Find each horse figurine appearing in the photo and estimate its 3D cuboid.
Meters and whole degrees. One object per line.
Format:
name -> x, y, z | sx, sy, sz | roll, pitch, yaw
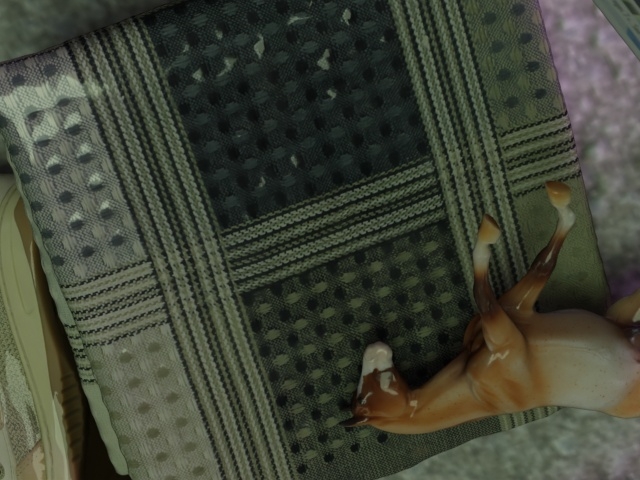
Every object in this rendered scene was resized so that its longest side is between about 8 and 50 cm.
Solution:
horse figurine -> 0.154, 0.045, 0.993 | 0.263, 0.066, 0.174 | -3, 129, -21

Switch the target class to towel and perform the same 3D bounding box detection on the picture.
towel -> 0.000, 0.000, 1.009 | 0.312, 0.056, 0.324 | -20, 115, -6

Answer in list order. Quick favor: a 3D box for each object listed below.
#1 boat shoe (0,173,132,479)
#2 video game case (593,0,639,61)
boat shoe -> -0.171, 0.101, 1.080 | 0.098, 0.109, 0.302 | 3, 115, 25
video game case -> 0.207, -0.152, 0.788 | 0.036, 0.300, 0.329 | -48, 108, -21
